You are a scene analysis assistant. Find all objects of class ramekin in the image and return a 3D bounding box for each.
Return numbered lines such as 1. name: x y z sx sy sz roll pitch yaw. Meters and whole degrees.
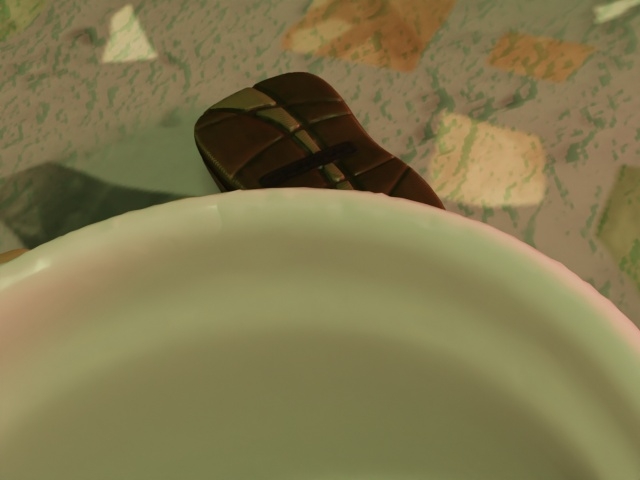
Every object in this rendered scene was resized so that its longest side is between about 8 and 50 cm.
1. ramekin: -0.016 0.137 0.458 0.277 0.135 0.277 -12 54 17

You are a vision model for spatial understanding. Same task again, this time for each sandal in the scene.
1. sandal: 0.000 0.000 0.790 0.090 0.060 0.219 -23 34 -8

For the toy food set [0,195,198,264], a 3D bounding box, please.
1. toy food set: -0.074 0.066 0.775 0.132 0.038 0.192 -19 43 -7
